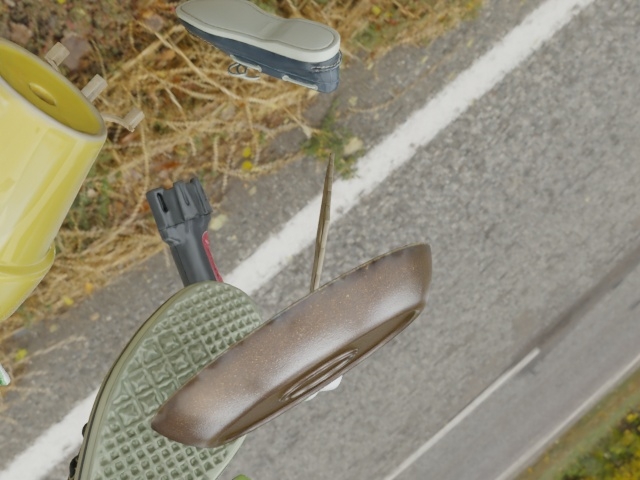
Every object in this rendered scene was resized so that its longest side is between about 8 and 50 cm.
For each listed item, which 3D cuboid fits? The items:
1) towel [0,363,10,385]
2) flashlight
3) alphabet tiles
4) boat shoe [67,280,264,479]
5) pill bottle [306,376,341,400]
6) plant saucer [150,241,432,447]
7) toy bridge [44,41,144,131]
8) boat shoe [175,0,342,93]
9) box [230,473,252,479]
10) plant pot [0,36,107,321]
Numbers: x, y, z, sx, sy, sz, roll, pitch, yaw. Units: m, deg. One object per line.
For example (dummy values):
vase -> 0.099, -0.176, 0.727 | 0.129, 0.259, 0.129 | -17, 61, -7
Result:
towel -> -0.612, 0.084, 1.182 | 0.038, 0.325, 0.248 | -48, 147, -35
flashlight -> -0.159, 0.059, 1.185 | 0.103, 0.304, 0.103 | -20, 180, -10
alphabet tiles -> 0.000, 0.000, 1.105 | 0.009, 0.237, 0.198 | 8, 121, -1
boat shoe -> -0.212, 0.278, 0.943 | 0.187, 0.156, 0.500 | 26, 69, -19
pill bottle -> -0.080, 0.278, 1.696 | 0.246, 0.136, 0.136 | 2, 129, -35
plant saucer -> -0.012, 0.111, 0.754 | 0.310, 0.050, 0.310 | -31, 166, -9
toy bridge -> -0.361, -0.229, 1.245 | 0.063, 0.188, 0.026 | -48, 171, -9
boat shoe -> -0.082, -0.259, 1.048 | 0.095, 0.254, 0.079 | -52, 152, -37
box -> 0.007, 0.394, 0.719 | 0.232, 0.322, 0.058 | -66, 166, 11
plant pot -> -0.366, -0.077, 0.857 | 0.239, 0.254, 0.254 | -46, 149, 12
